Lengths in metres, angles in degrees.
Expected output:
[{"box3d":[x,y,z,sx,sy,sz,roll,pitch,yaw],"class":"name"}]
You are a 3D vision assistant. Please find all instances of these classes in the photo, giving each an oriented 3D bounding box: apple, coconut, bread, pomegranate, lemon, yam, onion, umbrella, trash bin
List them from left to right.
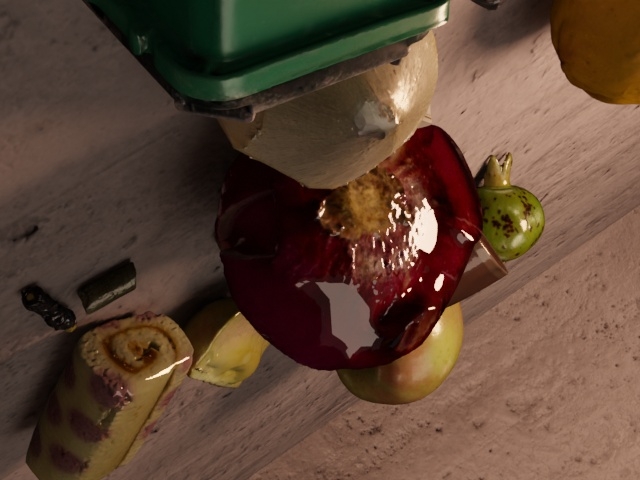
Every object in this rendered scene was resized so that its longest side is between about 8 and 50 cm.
[{"box3d":[-0.386,0.104,1.137,0.037,0.040,0.144,-42,160,-11],"class":"umbrella"},{"box3d":[-0.368,0.278,1.346,0.187,0.155,0.338,-22,151,-51],"class":"bread"},{"box3d":[-0.314,0.071,1.176,0.094,0.043,0.043,-29,156,-18],"class":"yam"},{"box3d":[-0.173,0.172,1.485,0.193,0.120,0.265,-50,160,-2],"class":"apple"},{"box3d":[-0.054,-0.319,0.556,0.259,0.295,0.381,-25,144,-27],"class":"trash bin"},{"box3d":[-0.001,-0.178,0.845,0.245,0.247,0.245,-16,134,-17],"class":"coconut"},{"box3d":[0.000,0.000,1.161,0.398,0.398,0.420,-19,177,-37],"class":"onion"},{"box3d":[0.179,0.209,1.823,0.277,0.319,0.319,-22,154,-44],"class":"apple"},{"box3d":[0.403,-0.068,1.799,0.211,0.263,0.211,-3,-172,0],"class":"pomegranate"},{"box3d":[0.519,-0.363,1.267,0.297,0.297,0.297,-31,157,-15],"class":"lemon"}]

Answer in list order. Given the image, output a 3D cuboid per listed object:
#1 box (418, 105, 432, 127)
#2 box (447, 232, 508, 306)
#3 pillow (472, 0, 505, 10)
[{"box3d":[0.106,-0.252,1.014,0.029,0.198,0.109,-3,176,32],"class":"box"},{"box3d":[0.193,0.007,1.512,0.216,0.301,0.301,-36,158,14],"class":"box"},{"box3d":[0.133,-0.353,0.885,0.092,0.162,0.335,-7,179,35],"class":"pillow"}]
